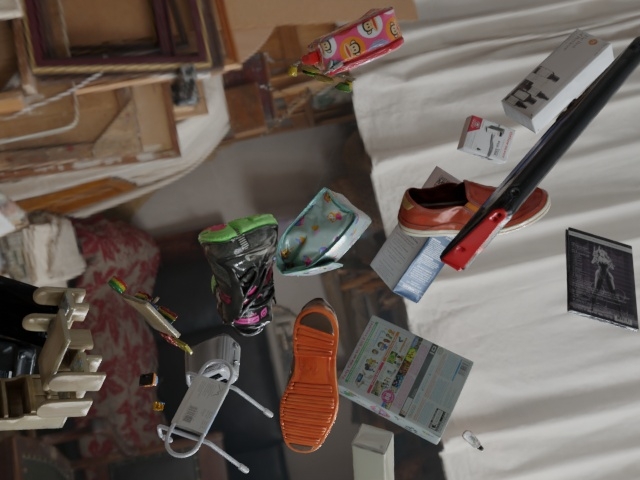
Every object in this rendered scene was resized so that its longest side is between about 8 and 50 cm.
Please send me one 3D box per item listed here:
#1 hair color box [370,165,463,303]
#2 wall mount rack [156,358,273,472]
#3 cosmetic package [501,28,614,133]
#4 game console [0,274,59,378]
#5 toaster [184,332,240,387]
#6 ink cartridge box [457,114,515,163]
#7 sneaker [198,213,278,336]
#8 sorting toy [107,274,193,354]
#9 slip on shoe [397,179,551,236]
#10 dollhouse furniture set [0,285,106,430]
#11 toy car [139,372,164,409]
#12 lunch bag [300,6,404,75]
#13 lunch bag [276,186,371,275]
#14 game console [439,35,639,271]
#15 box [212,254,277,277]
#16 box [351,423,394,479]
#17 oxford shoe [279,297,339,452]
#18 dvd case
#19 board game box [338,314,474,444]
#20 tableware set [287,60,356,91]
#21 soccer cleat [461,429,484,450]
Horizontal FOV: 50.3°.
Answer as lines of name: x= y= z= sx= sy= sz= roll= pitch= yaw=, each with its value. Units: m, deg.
hair color box: x=0.298 y=-0.017 z=1.903 sx=0.105 sy=0.347 sz=0.174 roll=27 pitch=13 yaw=-28
wall mount rack: x=-0.327 y=0.559 z=2.140 sx=0.131 sy=0.304 sz=0.350 roll=95 pitch=16 yaw=-49
cosmetic package: x=0.522 y=-0.353 z=1.503 sx=0.099 sy=0.239 sz=0.060 roll=45 pitch=-2 yaw=37
game console: x=-0.658 y=0.217 z=1.413 sx=0.044 sy=0.213 sz=0.361 roll=-81 pitch=-167 yaw=-55
toaster: x=-0.381 y=0.434 z=2.358 sx=0.129 sy=0.226 sz=0.147 roll=54 pitch=18 yaw=-40
ink cartridge box: x=0.467 y=-0.283 z=1.916 sx=0.056 sy=0.135 sz=0.099 roll=-163 pitch=-90 yaw=-83
sneaker: x=-0.161 y=0.089 z=1.554 sx=0.483 sy=0.185 sz=0.202 roll=95 pitch=-25 yaw=-66
sorting toy: x=-0.417 y=0.186 z=1.742 sx=0.132 sy=0.046 sz=0.275 roll=8 pitch=-38 yaw=49
slip on shoe: x=0.331 y=-0.078 z=1.468 sx=0.123 sy=0.331 sz=0.101 roll=-90 pitch=175 yaw=-49
dollhouse furniture set: x=-0.522 y=0.232 z=1.238 sx=0.242 sy=0.160 sz=0.212 roll=-57 pitch=-137 yaw=29
toy car: x=-0.458 y=0.415 z=1.852 sx=0.040 sy=0.060 sz=0.122 roll=29 pitch=36 yaw=-50
lunch bag: x=0.072 y=-0.524 z=1.825 sx=0.293 sy=0.258 sz=0.120 roll=-117 pitch=-177 yaw=-73
lunch bag: x=0.000 y=0.000 z=1.879 sx=0.160 sy=0.262 sz=0.223 roll=40 pitch=7 yaw=12
game console: x=0.354 y=-0.126 z=1.129 sx=0.060 sy=0.386 sz=0.342 roll=40 pitch=-15 yaw=11
box: x=-0.218 y=0.077 z=2.006 sx=0.147 sy=0.077 sz=0.180 roll=-59 pitch=161 yaw=-2
box: x=0.165 y=0.706 z=2.115 sx=0.094 sy=0.113 sz=0.275 roll=-52 pitch=147 yaw=-49
oxford shoe: x=-0.014 y=0.308 z=1.558 sx=0.133 sy=0.129 sz=0.364 roll=-74 pitch=174 yaw=-76
dvd case: x=0.629 y=0.084 z=1.531 sx=0.018 sy=0.164 sz=0.221 roll=115 pitch=-11 yaw=-57
board game box: x=0.225 y=0.370 z=1.834 sx=0.224 sy=0.303 sz=0.097 roll=-59 pitch=164 yaw=-22
tableware set: x=0.002 y=-0.362 z=1.525 sx=0.104 sy=0.154 sz=0.024 roll=-59 pitch=166 yaw=-62
soccer cleat: x=0.387 y=0.507 z=1.726 sx=0.083 sy=0.029 sz=0.035 roll=48 pitch=-9 yaw=-35
